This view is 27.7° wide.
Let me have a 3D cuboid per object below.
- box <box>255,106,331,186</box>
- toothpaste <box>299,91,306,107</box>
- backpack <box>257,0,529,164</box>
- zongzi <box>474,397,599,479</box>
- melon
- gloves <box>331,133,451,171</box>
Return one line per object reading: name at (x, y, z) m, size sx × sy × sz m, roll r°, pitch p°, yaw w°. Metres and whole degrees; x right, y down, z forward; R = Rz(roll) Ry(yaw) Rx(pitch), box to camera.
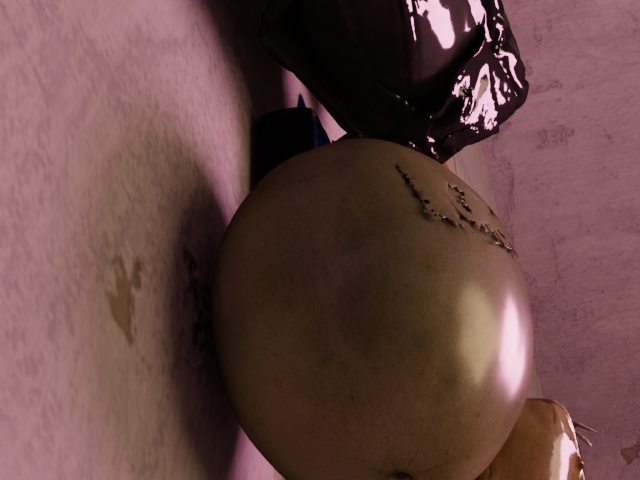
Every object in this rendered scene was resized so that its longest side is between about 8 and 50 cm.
box at (0.000, 0.000, 1.358) m, size 0.259 × 0.071 × 0.168 m, roll 60°, pitch 24°, yaw -54°
toothpaste at (-0.019, -0.140, 1.503) m, size 0.083 × 0.015 × 0.024 m, roll -92°, pitch 164°, yaw -50°
backpack at (0.043, -0.277, 1.311) m, size 0.446 × 0.254 × 0.363 m, roll 58°, pitch 9°, yaw -57°
zongzi at (0.165, 0.355, 1.310) m, size 0.467 × 0.218 × 0.500 m, roll -23°, pitch 120°, yaw -78°
melon at (0.042, 0.057, 1.077) m, size 0.268 × 0.268 × 0.330 m, roll 66°, pitch 12°, yaw -46°
gloves at (0.107, 0.003, 1.597) m, size 0.356 × 0.203 × 0.155 m, roll 56°, pitch 50°, yaw -49°
